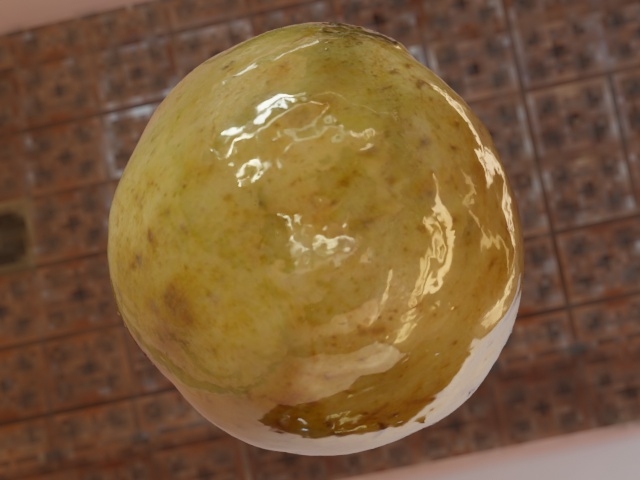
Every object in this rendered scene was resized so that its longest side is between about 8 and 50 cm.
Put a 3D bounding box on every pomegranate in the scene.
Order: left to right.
[{"bbox_3d":[0.000,0.000,1.125,0.260,0.260,0.260,-12,-90,-84],"label":"pomegranate"}]
